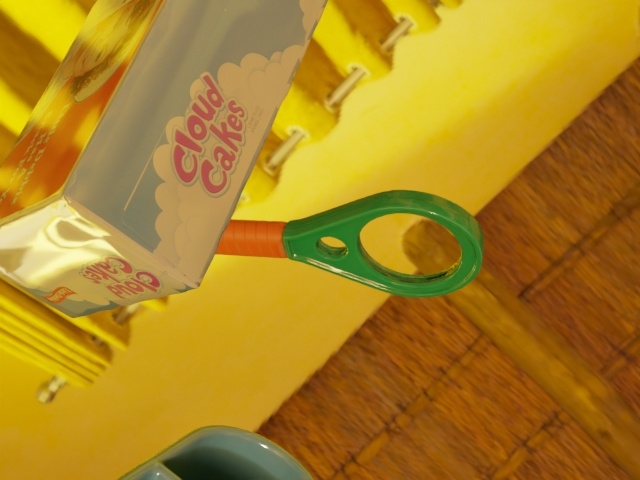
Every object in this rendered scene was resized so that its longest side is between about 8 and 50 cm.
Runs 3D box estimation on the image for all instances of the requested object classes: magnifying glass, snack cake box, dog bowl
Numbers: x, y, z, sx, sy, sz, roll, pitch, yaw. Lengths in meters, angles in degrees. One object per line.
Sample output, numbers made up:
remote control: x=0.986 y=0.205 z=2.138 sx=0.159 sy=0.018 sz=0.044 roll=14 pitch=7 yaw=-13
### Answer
magnifying glass: x=0.000 y=0.000 z=0.710 sx=0.231 sy=0.092 sz=0.026 roll=1 pitch=-133 yaw=14
snack cake box: x=-0.092 y=-0.094 z=0.592 sx=0.152 sy=0.089 sz=0.264 roll=-13 pitch=-132 yaw=49
dog bowl: x=-0.095 y=0.234 z=0.771 sx=0.166 sy=0.297 sz=0.074 roll=35 pitch=-71 yaw=14
